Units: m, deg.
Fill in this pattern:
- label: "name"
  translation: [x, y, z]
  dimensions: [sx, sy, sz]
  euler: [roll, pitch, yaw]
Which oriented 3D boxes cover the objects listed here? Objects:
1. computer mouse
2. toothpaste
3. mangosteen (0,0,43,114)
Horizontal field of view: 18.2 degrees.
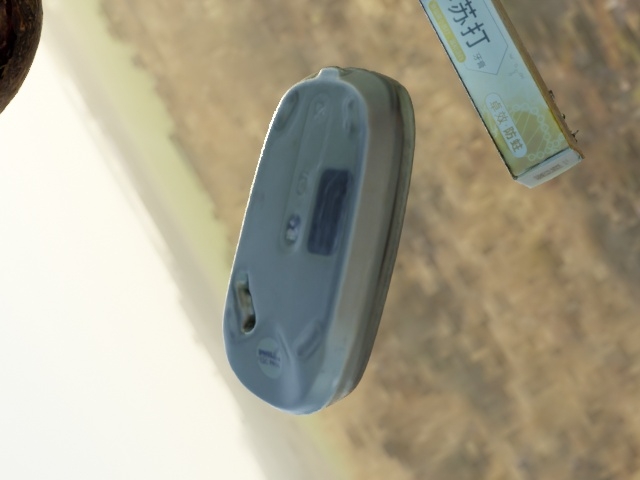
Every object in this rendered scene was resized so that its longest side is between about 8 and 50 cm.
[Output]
- label: "computer mouse"
  translation: [0.005, 0.001, 1.873]
  dimensions: [0.095, 0.331, 0.197]
  euler: [15, 179, -43]
- label: "toothpaste"
  translation: [0.147, -0.202, 1.886]
  dimensions: [0.313, 0.071, 0.089]
  euler: [64, -166, 11]
- label: "mangosteen"
  translation: [-0.412, -0.224, 1.873]
  dimensions: [0.293, 0.297, 0.297]
  euler: [-114, -2, -49]
